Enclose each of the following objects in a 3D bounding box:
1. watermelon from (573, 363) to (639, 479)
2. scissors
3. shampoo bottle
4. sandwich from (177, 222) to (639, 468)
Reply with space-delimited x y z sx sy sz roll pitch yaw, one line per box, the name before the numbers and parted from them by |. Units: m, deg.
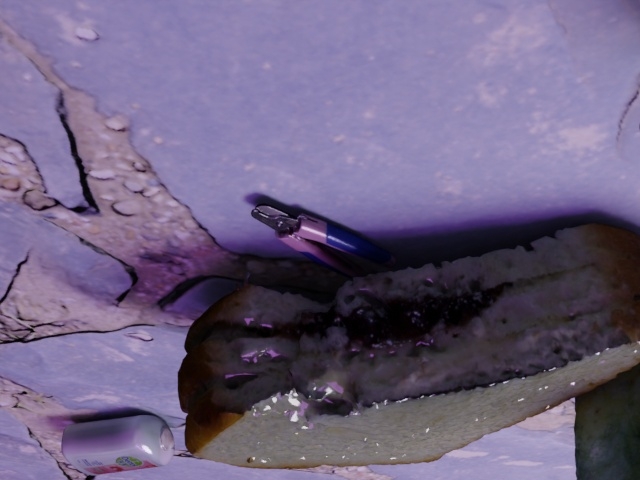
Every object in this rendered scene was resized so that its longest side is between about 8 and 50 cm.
watermelon | 0.318 0.155 0.695 0.262 0.213 0.201 -8 147 14
scissors | 0.000 0.000 0.641 0.039 0.012 0.113 -27 140 37
shampoo bottle | -0.187 0.195 0.932 0.099 0.043 0.072 -10 147 17
sandwich | 0.057 0.077 0.663 0.254 0.099 0.288 13 147 -30
